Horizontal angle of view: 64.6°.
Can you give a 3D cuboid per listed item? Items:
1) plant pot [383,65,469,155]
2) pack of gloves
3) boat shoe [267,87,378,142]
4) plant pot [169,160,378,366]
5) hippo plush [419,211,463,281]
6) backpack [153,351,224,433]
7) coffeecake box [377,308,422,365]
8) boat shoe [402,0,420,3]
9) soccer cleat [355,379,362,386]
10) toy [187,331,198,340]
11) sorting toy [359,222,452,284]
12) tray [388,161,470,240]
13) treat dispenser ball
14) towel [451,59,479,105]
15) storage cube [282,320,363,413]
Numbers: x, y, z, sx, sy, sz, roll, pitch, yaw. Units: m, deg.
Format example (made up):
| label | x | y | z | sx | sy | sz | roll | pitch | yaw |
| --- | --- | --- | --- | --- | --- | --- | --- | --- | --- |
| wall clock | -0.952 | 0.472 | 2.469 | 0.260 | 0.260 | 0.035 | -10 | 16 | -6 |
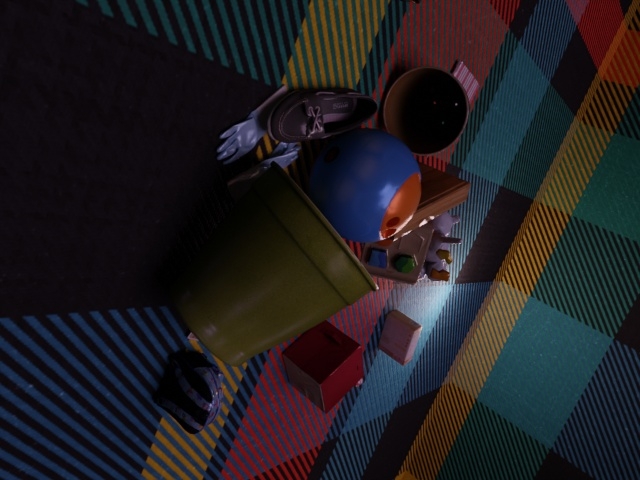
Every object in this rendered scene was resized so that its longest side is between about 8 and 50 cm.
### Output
| label | x | y | z | sx | sy | sz | roll | pitch | yaw |
| --- | --- | --- | --- | --- | --- | --- | --- | --- | --- |
| plant pot | 0.335 | -0.381 | 1.487 | 0.254 | 0.237 | 0.237 | -29 | 139 | -61 |
| pack of gloves | -0.124 | -0.205 | 1.147 | 0.232 | 0.046 | 0.195 | -44 | 145 | -23 |
| boat shoe | 0.016 | -0.300 | 1.182 | 0.335 | 0.095 | 0.112 | -29 | 124 | -46 |
| plant pot | -0.124 | 0.077 | 1.118 | 0.353 | 0.366 | 0.366 | -39 | 145 | -2 |
| hippo plush | 0.384 | -0.018 | 1.869 | 0.294 | 0.234 | 0.237 | 93 | 12 | -51 |
| backpack | -0.303 | 0.377 | 1.244 | 0.116 | 0.173 | 0.158 | 11 | 106 | -55 |
| coffeecake box | 0.333 | 0.409 | 2.136 | 0.068 | 0.142 | 0.186 | -19 | 130 | -44 |
| boat shoe | 0.209 | -0.622 | 1.246 | 0.177 | 0.064 | 0.060 | -19 | 127 | -48 |
| soccer cleat | 0.120 | 0.508 | 1.994 | 0.095 | 0.083 | 0.248 | -59 | 144 | -9 |
| toy | -0.227 | 0.224 | 1.333 | 0.137 | 0.056 | 0.237 | -58 | 147 | 0 |
| sorting toy | 0.296 | 0.041 | 1.691 | 0.041 | 0.306 | 0.229 | -73 | 175 | -66 |
| tray | 0.274 | -0.137 | 1.580 | 0.410 | 0.202 | 0.076 | -26 | 134 | -40 |
| treat dispenser ball | 0.113 | -0.138 | 1.287 | 0.288 | 0.288 | 0.288 | -33 | 138 | -35 |
| towel | 0.468 | -0.503 | 1.717 | 0.197 | 0.029 | 0.144 | 18 | 100 | -54 |
| storage cube | 0.012 | 0.417 | 1.682 | 0.193 | 0.183 | 0.215 | -37 | 141 | -29 |
